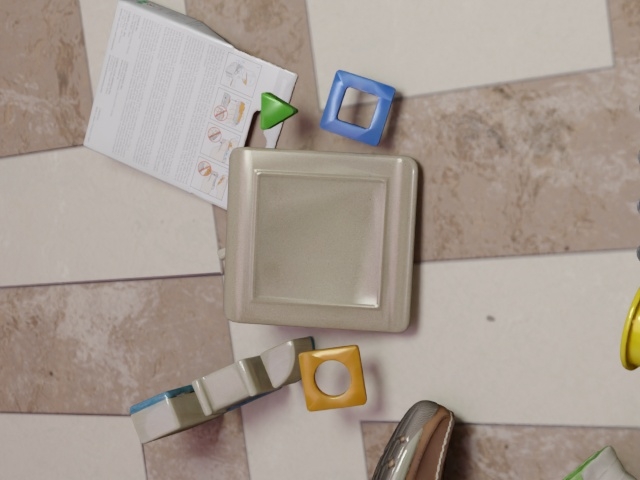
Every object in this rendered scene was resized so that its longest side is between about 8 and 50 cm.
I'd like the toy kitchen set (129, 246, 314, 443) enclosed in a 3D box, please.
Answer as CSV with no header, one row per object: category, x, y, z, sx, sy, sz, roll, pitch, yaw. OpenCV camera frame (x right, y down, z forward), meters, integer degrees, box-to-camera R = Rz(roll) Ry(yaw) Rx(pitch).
toy kitchen set,-0.116,0.105,1.497,0.207,0.122,0.166,-24,82,17

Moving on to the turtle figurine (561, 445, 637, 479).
turtle figurine,0.276,0.327,1.164,0.266,0.198,0.275,51,120,13

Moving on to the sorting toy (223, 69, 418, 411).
sorting toy,0.000,0.000,1.383,0.196,0.047,0.348,4,97,9

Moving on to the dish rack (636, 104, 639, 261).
dish rack,0.287,-0.071,1.049,0.074,0.271,0.208,3,104,24

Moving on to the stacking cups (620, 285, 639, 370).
stacking cups,0.408,0.108,1.100,0.316,0.096,0.096,17,108,31

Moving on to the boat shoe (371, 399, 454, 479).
boat shoe,0.095,0.320,1.367,0.116,0.123,0.324,13,100,0

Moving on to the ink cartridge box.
ink cartridge box,-0.142,-0.148,1.504,0.224,0.056,0.181,23,112,12
